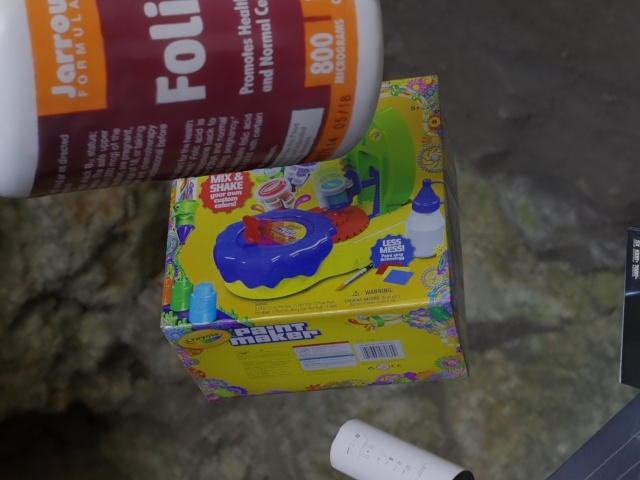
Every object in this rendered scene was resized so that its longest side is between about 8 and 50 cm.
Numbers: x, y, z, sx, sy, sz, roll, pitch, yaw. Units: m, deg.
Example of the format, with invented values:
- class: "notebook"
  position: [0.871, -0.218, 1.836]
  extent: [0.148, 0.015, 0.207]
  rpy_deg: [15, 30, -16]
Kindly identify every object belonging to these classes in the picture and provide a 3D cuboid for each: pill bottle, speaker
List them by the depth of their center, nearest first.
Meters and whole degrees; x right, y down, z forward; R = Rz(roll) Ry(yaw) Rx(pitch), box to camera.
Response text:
- class: "pill bottle"
  position: [-0.169, -0.152, 0.995]
  extent: [0.224, 0.392, 0.224]
  rpy_deg: [171, 90, -67]
- class: "speaker"
  position: [0.076, 0.215, 1.196]
  extent: [0.136, 0.055, 0.055]
  rpy_deg: [19, 160, 38]

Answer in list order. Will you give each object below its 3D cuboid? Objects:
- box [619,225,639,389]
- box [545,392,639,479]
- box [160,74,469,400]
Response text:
- class: "box"
  position: [0.365, 0.057, 1.167]
  extent: [0.180, 0.147, 0.077]
  rpy_deg: [-5, -169, -35]
- class: "box"
  position: [0.379, 0.303, 0.867]
  extent: [0.297, 0.471, 0.480]
  rpy_deg: [18, 138, -12]
- class: "box"
  position: [0.000, 0.000, 1.365]
  extent: [0.177, 0.290, 0.279]
  rpy_deg: [69, -162, -56]
